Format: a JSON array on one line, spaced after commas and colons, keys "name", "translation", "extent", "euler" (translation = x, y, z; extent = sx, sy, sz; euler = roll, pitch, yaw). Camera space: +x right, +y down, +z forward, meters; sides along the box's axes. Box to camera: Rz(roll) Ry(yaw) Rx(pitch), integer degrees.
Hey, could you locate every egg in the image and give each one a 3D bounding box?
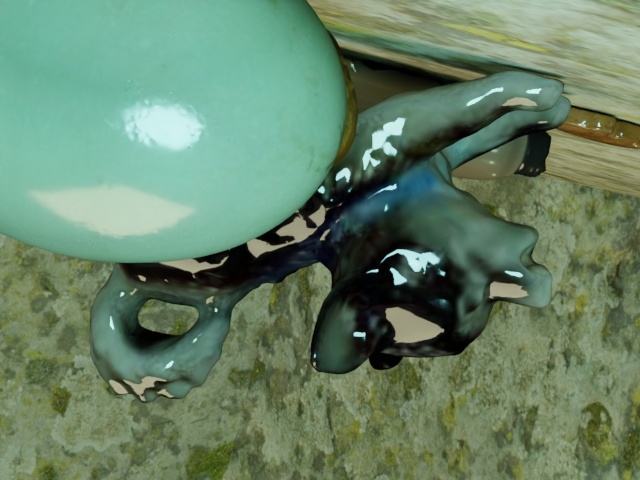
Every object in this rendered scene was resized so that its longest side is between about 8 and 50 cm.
[{"name": "egg", "translation": [-0.097, -0.074, 0.789], "extent": [0.231, 0.168, 0.168], "euler": [12, -179, 20]}]

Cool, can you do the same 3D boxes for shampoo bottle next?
[{"name": "shampoo bottle", "translation": [0.071, -0.101, 1.403], "extent": [0.257, 0.078, 0.127], "euler": [15, -170, -16]}]

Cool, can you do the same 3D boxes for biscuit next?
[{"name": "biscuit", "translation": [0.225, -0.094, 1.394], "extent": [0.102, 0.019, 0.130], "euler": [17, -176, 38]}]

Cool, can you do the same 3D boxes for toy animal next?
[{"name": "toy animal", "translation": [0.000, 0.000, 1.219], "extent": [0.344, 0.303, 0.194], "euler": [15, -175, 13]}]

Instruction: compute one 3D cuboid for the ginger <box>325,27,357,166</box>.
[{"name": "ginger", "translation": [-0.119, -0.120, 0.945], "extent": [0.309, 0.107, 0.133], "euler": [18, -163, 8]}]
